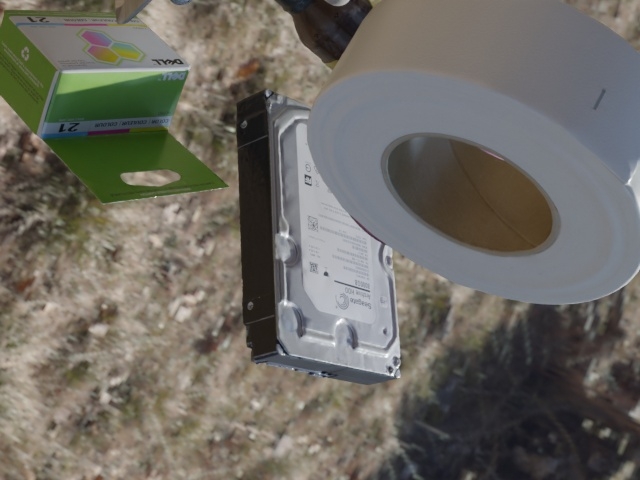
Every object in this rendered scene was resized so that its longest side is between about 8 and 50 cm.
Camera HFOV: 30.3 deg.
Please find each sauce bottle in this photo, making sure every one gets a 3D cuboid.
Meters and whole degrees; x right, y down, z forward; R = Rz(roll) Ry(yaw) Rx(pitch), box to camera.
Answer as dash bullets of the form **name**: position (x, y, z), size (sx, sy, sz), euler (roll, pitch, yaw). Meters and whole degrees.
- **sauce bottle**: position (0.048, -0.281, 1.637), size (0.344, 0.111, 0.111), euler (38, 75, -26)

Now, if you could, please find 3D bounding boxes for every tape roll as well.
- **tape roll**: position (0.136, -0.070, 0.933), size (0.100, 0.286, 0.286), euler (-60, 144, -27)

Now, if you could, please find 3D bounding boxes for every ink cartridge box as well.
- **ink cartridge box**: position (-0.230, -0.158, 1.349), size (0.189, 0.255, 0.097), euler (-10, 133, -45)

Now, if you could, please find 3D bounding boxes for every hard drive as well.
- **hard drive**: position (0.000, 0.000, 1.487), size (0.237, 0.064, 0.339), euler (18, 62, -45)

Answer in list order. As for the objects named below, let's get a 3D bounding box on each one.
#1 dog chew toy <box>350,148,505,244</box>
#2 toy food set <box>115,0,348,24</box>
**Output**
- **dog chew toy**: position (0.145, -0.076, 1.348), size (0.332, 0.207, 0.206), euler (21, 90, -64)
- **toy food set**: position (-0.032, -0.284, 1.183), size (0.306, 0.220, 0.092), euler (-18, 90, -30)
